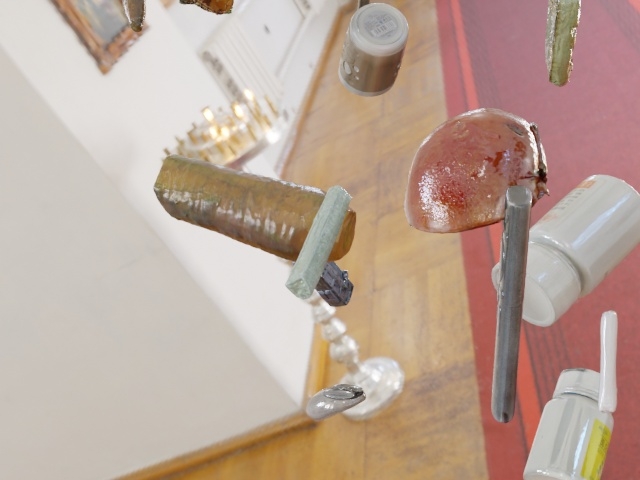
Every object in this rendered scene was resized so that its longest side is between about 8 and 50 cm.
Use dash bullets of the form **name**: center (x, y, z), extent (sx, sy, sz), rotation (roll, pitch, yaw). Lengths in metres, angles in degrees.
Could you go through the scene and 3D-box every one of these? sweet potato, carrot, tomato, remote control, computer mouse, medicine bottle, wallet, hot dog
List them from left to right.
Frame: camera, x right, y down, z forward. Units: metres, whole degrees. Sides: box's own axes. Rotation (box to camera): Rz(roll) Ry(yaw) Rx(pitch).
- **sweet potato**: center (-0.276, -0.454, 1.222), extent (0.075, 0.075, 0.269), rotation (-9, 72, 41)
- **hot dog**: center (-0.141, -0.262, 0.797), extent (0.037, 0.122, 0.049), rotation (-65, 22, -1)
- **carrot**: center (-0.097, -0.044, 1.149), extent (0.302, 0.114, 0.114), rotation (16, 48, 21)
- **computer mouse**: center (0.020, 0.232, 1.154), extent (0.096, 0.039, 0.066), rotation (-31, -8, 38)
- **tomato**: center (0.282, -0.154, 1.504), extent (0.309, 0.170, 0.309), rotation (-17, 24, 8)
- **remote control**: center (0.305, 0.105, 1.271), extent (0.044, 0.377, 0.107), rotation (2, 21, 8)
- **medicine bottle**: center (0.611, 0.022, 1.928), extent (0.371, 0.211, 0.211), rotation (-39, 26, -18)
- **medicine bottle**: center (0.517, 0.399, 1.621), extent (0.144, 0.143, 0.258), rotation (-8, 44, 43)
- **wallet**: center (0.525, 0.222, 1.444), extent (0.033, 0.189, 0.095), rotation (1, -2, 21)

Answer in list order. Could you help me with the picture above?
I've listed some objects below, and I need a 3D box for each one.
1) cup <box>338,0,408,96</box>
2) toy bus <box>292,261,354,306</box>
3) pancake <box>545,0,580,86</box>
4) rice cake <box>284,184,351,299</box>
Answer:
- **cup**: center (0.068, -0.241, 0.955), extent (0.099, 0.074, 0.102), rotation (107, 179, -67)
- **toy bus**: center (0.006, 0.064, 1.489), extent (0.047, 0.166, 0.065), rotation (-7, 51, 31)
- **pancake**: center (0.354, -0.344, 1.163), extent (0.037, 0.253, 0.253), rotation (0, 36, 13)
- **rice cake**: center (-0.001, 0.000, 1.011), extent (0.029, 0.033, 0.170), rotation (-8, 47, 42)
